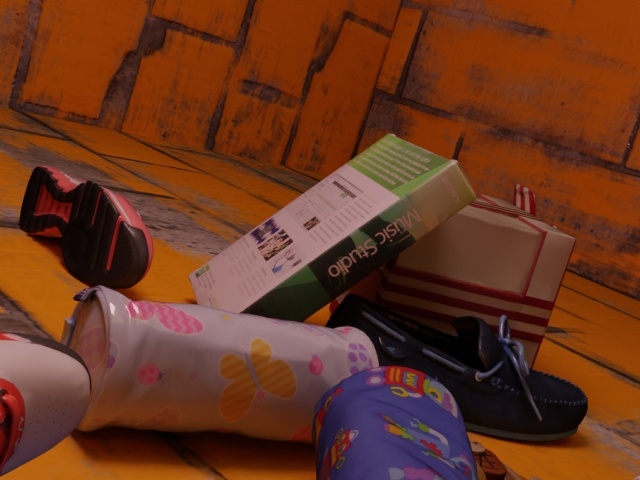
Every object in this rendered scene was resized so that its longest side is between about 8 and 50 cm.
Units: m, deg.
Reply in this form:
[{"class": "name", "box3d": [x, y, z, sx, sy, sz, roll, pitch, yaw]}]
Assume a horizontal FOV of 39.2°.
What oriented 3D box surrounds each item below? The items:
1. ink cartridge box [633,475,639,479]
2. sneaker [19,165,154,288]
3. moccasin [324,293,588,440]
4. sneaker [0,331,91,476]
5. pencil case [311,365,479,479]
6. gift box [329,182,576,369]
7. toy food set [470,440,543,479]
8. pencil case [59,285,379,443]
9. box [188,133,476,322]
[{"class": "ink cartridge box", "box3d": [0.369, 0.265, 0.698, 0.201, 0.117, 0.278, 26, 13, 41]}, {"class": "sneaker", "box3d": [-0.275, -0.024, 1.175, 0.136, 0.115, 0.314, 11, 11, -41]}, {"class": "moccasin", "box3d": [0.167, 0.143, 1.017, 0.342, 0.116, 0.138, 14, 11, -22]}, {"class": "sneaker", "box3d": [-0.195, 0.107, 0.409, 0.145, 0.090, 0.270, 20, 10, 41]}, {"class": "pencil case", "box3d": [0.060, 0.183, 0.605, 0.133, 0.119, 0.306, 28, 9, -6]}, {"class": "gift box", "box3d": [0.179, 0.039, 1.226, 0.258, 0.255, 0.276, 13, 17, -14]}, {"class": "toy food set", "box3d": [0.138, 0.207, 0.841, 0.192, 0.038, 0.132, 18, 10, -1]}, {"class": "pencil case", "box3d": [-0.083, 0.113, 0.765, 0.273, 0.113, 0.124, 12, -8, -30]}, {"class": "box", "box3d": [0.000, 0.000, 1.044, 0.058, 0.322, 0.232, 54, -2, -19]}]
